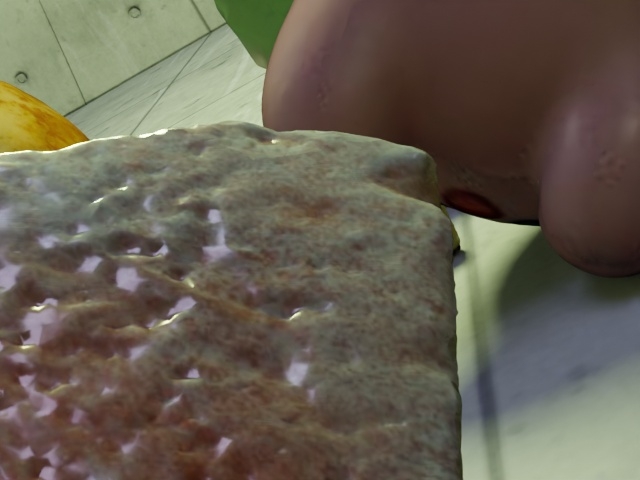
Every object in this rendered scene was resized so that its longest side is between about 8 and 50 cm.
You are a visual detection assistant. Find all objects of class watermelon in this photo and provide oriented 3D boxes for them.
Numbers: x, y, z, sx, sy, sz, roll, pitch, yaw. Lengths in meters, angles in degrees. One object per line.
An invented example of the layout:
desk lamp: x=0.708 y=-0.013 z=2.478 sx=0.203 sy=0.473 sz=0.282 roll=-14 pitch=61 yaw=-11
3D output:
watermelon: x=-0.067 y=0.080 z=0.396 sx=0.193 sy=0.231 sz=0.310 roll=3 pitch=-5 yaw=-3

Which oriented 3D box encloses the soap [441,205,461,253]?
soap: x=0.000 y=-0.001 z=0.871 sx=0.092 sy=0.037 sz=0.252 roll=-32 pitch=14 yaw=-10

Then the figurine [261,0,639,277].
figurine: x=0.109 y=-0.131 z=0.670 sx=0.270 sy=0.261 sz=0.211 roll=12 pitch=9 yaw=16

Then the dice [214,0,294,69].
dice: x=0.079 y=-0.338 z=1.295 sx=0.322 sy=0.318 sz=0.330 roll=-17 pitch=20 yaw=42

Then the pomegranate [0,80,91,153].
pomegranate: x=-0.265 y=-0.004 z=1.030 sx=0.248 sy=0.248 sz=0.248 roll=-29 pitch=14 yaw=8
